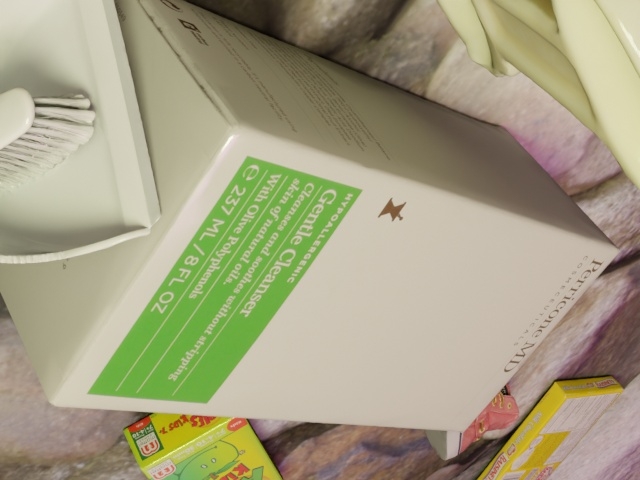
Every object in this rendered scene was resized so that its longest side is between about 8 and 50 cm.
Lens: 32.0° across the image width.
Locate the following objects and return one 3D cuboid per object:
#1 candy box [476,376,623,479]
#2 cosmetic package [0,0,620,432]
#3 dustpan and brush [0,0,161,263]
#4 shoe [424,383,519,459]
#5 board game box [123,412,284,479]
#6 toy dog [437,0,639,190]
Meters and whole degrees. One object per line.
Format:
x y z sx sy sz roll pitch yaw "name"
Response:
0.255 0.236 1.290 0.105 0.027 0.206 0 133 -41 "candy box"
0.000 0.000 0.717 0.365 0.155 0.197 12 121 -44 "cosmetic package"
-0.193 -0.041 0.574 0.211 0.147 0.060 -21 166 29 "dustpan and brush"
0.147 0.148 1.082 0.081 0.063 0.178 -25 149 -14 "shoe"
-0.092 0.195 0.961 0.092 0.043 0.181 -29 144 -7 "board game box"
0.228 -0.271 0.529 0.408 0.284 0.395 -34 120 -1 "toy dog"
